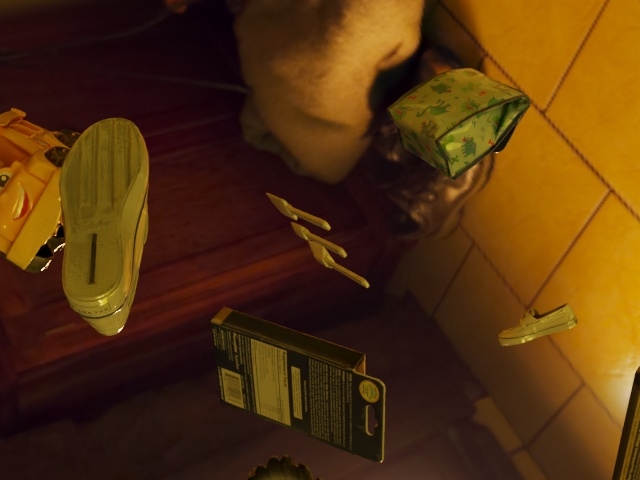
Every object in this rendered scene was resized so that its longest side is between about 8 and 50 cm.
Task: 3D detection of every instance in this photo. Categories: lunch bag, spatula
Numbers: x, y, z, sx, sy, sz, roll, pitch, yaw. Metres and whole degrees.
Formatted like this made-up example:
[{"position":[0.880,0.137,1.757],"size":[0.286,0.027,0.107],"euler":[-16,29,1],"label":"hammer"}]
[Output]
[{"position":[0.191,-0.171,1.231],"size":[0.129,0.151,0.096],"euler":[42,167,46],"label":"lunch bag"},{"position":[0.000,0.000,1.478],"size":[0.168,0.019,0.242],"euler":[56,167,-23],"label":"spatula"}]

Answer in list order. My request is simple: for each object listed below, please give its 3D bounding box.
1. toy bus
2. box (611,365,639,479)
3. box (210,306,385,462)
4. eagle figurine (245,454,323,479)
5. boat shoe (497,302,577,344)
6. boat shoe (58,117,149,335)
[{"position":[-0.378,-0.085,1.080],"size":[0.149,0.211,0.220],"euler":[-55,13,9],"label":"toy bus"},{"position":[0.574,0.377,1.263],"size":[0.318,0.097,0.394],"euler":[21,127,32],"label":"box"},{"position":[-0.021,0.169,1.050],"size":[0.225,0.036,0.136],"euler":[17,129,24],"label":"box"},{"position":[-0.043,0.447,1.166],"size":[0.226,0.225,0.298],"euler":[-3,60,33],"label":"eagle figurine"},{"position":[0.263,0.101,1.107],"size":[0.100,0.035,0.035],"euler":[-19,97,24],"label":"boat shoe"},{"position":[-0.208,-0.015,0.859],"size":[0.075,0.083,0.226],"euler":[90,-179,-53],"label":"boat shoe"}]
